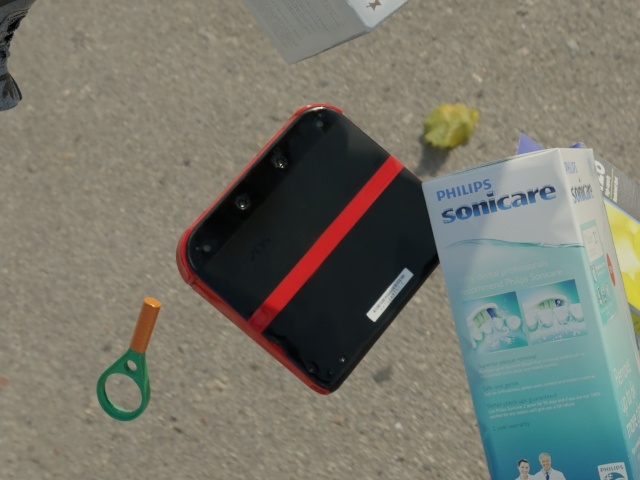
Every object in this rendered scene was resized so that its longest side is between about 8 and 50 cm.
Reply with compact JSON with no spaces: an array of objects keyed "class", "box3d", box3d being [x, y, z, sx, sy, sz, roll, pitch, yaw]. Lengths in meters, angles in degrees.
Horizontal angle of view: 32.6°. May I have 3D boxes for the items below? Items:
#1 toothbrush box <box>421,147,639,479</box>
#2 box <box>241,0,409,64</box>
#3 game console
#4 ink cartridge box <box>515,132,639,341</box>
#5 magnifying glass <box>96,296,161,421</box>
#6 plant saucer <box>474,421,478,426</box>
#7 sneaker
[{"class":"toothbrush box","box3d":[0.206,0.071,0.988,0.126,0.216,0.295,-14,88,22]},{"class":"box","box3d":[0.006,-0.364,1.334,0.168,0.215,0.345,-39,13,-11]},{"class":"game console","box3d":[0.000,0.000,1.744,0.342,0.060,0.386,41,71,-1]},{"class":"ink cartridge box","box3d":[0.437,-0.018,1.735,0.072,0.307,0.303,-44,17,42]},{"class":"magnifying glass","box3d":[-0.302,0.194,1.770,0.092,0.026,0.231,26,116,10]},{"class":"plant saucer","box3d":[0.255,0.248,1.520,0.083,0.083,0.015,-9,79,23]},{"class":"sneaker","box3d":[-0.410,-0.247,1.386,0.268,0.153,0.101,-23,14,26]}]
